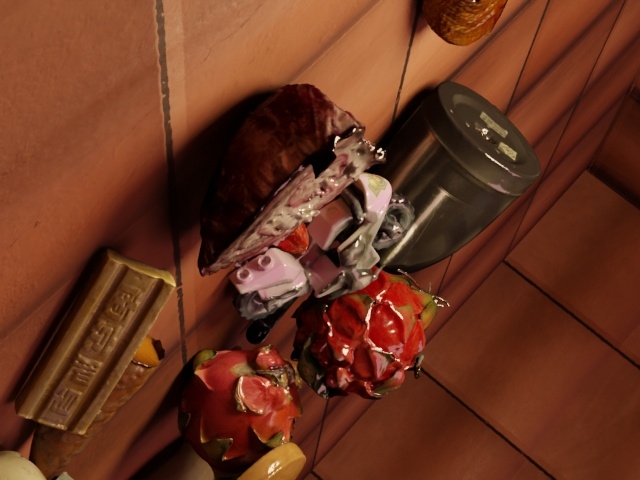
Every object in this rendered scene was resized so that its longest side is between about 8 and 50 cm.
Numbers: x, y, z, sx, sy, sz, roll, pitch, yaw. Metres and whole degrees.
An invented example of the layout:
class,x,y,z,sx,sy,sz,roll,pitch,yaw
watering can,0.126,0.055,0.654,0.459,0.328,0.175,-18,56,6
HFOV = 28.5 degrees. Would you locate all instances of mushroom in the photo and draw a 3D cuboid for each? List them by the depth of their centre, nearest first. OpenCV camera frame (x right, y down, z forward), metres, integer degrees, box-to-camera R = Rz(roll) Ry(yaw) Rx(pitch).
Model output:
class,x,y,z,sx,sy,sz,roll,pitch,yaw
mushroom,-0.305,0.496,2.271,0.397,0.126,0.177,-46,175,-21

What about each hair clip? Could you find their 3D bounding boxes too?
class,x,y,z,sx,sy,sz,roll,pitch,yaw
hair clip,-0.047,0.097,2.230,0.229,0.039,0.070,-41,162,-38

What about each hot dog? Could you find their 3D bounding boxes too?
class,x,y,z,sx,sy,sz,roll,pitch,yaw
hot dog,0.218,-0.361,1.769,0.160,0.099,0.227,-46,166,-18

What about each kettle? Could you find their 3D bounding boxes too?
class,x,y,z,sx,sy,sz,roll,pitch,yaw
kettle,0.190,-0.096,2.177,0.324,0.228,0.321,-48,-170,26

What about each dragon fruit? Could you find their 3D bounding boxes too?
class,x,y,z,sx,sy,sz,roll,pitch,yaw
dragon fruit,-0.130,0.281,2.088,0.224,0.224,0.227,-43,171,-27
dragon fruit,0.082,0.142,2.096,0.293,0.234,0.234,-25,153,-38

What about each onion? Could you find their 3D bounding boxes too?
class,x,y,z,sx,sy,sz,roll,pitch,yaw
onion,-0.067,-0.080,1.551,0.280,0.146,0.314,-37,175,2

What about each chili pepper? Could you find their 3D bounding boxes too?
class,x,y,z,sx,sy,sz,roll,pitch,yaw
chili pepper,-0.062,-0.027,1.799,0.059,0.050,0.191,-43,144,-2

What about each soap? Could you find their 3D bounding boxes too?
class,x,y,z,sx,sy,sz,roll,pitch,yaw
soap,-0.272,0.127,1.509,0.252,0.092,0.037,-57,-153,20

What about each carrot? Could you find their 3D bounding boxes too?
class,x,y,z,sx,sy,sz,roll,pitch,yaw
carrot,-0.308,0.220,1.626,0.263,0.102,0.102,-53,166,15

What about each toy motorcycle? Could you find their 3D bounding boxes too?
class,x,y,z,sx,sy,sz,roll,pitch,yaw
toy motorcycle,0.000,0.000,1.948,0.327,0.143,0.188,-30,146,-11

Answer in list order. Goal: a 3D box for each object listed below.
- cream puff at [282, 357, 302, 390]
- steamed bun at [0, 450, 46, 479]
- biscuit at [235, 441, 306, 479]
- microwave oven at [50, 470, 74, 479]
class,x,y,z,sx,sy,sz,roll,pitch,yaw
cream puff,-0.101,0.271,2.353,0.133,0.119,0.104,-38,-174,-6
steamed bun,-0.389,0.319,1.580,0.091,0.112,0.130,-47,159,-8
biscuit,-0.156,0.452,1.973,0.355,0.052,0.275,-36,161,-28
microwave oven,-0.395,0.503,1.886,0.237,0.181,0.295,-47,166,-23
